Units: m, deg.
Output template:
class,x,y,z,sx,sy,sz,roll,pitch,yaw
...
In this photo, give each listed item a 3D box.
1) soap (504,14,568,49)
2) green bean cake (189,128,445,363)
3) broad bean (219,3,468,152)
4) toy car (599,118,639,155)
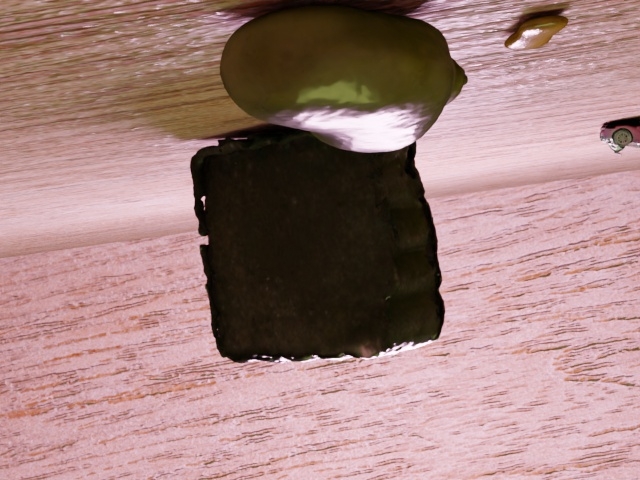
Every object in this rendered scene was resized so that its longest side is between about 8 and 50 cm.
class,x,y,z,sx,sy,sz,roll,pitch,yaw
soap,0.149,-0.144,0.868,0.034,0.012,0.089,-7,178,-3
green bean cake,0.000,0.000,1.262,0.255,0.241,0.132,-9,176,41
broad bean,0.020,-0.095,0.751,0.125,0.082,0.174,-6,-179,23
toy car,0.459,-0.144,1.728,0.142,0.055,0.069,6,179,7
